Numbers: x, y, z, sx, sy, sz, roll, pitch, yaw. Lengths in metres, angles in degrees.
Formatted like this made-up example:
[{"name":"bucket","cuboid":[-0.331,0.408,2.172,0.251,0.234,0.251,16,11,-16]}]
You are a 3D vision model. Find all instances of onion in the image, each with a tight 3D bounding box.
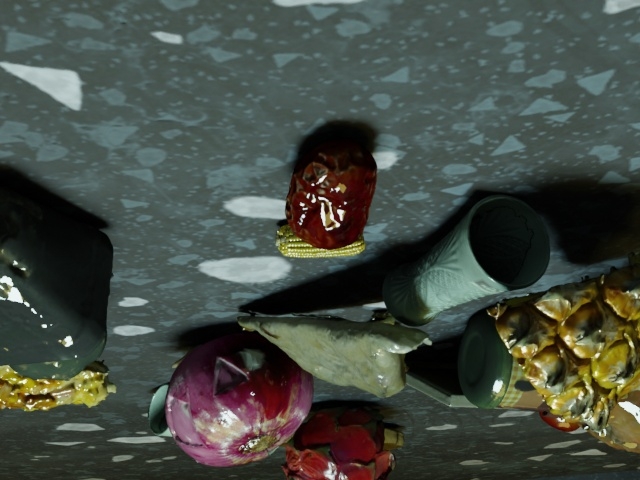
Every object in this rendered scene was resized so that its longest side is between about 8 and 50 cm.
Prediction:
[{"name":"onion","cuboid":[-0.107,0.211,1.360,0.207,0.200,0.200,18,154,-15]}]

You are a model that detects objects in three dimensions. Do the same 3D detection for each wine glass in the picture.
[{"name":"wine glass","cuboid":[-0.181,0.312,1.705,0.231,0.103,0.103,19,151,-35]}]

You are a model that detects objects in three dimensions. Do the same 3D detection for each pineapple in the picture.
[{"name":"pineapple","cuboid":[0.299,0.100,0.993,0.158,0.161,0.334,-27,167,17]}]

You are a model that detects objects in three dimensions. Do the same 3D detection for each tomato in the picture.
[{"name":"tomato","cuboid":[0.452,0.311,1.802,0.087,0.075,0.087,23,-164,-7]}]

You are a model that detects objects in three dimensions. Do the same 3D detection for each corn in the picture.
[{"name":"corn","cuboid":[0.000,0.000,1.002,0.092,0.037,0.037,0,159,-12]}]

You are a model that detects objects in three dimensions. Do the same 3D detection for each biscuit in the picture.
[{"name":"biscuit","cuboid":[0.024,0.418,2.077,0.320,0.047,0.183,-1,157,-4]}]

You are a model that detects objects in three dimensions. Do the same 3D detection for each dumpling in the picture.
[{"name":"dumpling","cuboid":[0.036,0.135,1.175,0.166,0.086,0.332,16,174,-33]}]

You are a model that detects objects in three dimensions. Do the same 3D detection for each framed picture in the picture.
[{"name":"framed picture","cuboid":[0.283,0.225,1.503,0.324,0.020,0.240,7,-177,-23]}]

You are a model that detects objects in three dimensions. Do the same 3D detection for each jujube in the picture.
[{"name":"jujube","cuboid":[0.010,-0.040,0.848,0.077,0.077,0.129,1,153,-8]}]

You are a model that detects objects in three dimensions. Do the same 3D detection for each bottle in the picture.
[{"name":"bottle","cuboid":[0.335,0.168,1.344,0.271,0.143,0.156,6,118,-15]}]

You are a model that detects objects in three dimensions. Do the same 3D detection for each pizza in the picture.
[{"name":"pizza","cuboid":[-0.348,0.148,1.120,0.229,0.081,0.289,18,-178,-10]}]

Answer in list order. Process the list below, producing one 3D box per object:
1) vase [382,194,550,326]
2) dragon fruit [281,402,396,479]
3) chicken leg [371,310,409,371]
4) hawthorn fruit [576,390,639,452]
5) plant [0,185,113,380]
[{"name":"vase","cuboid":[0.143,0.033,1.033,0.096,0.096,0.219,6,160,-21]},{"name":"dragon fruit","cuboid":[0.042,0.405,1.845,0.192,0.274,0.193,30,143,26]},{"name":"chicken leg","cuboid":[0.085,0.149,1.366,0.093,0.070,0.178,20,148,10]},{"name":"hawthorn fruit","cuboid":[0.407,0.140,1.194,0.199,0.251,0.199,41,165,13]},{"name":"plant","cuboid":[-0.291,0.044,0.947,0.164,0.142,0.256,-4,148,5]}]
